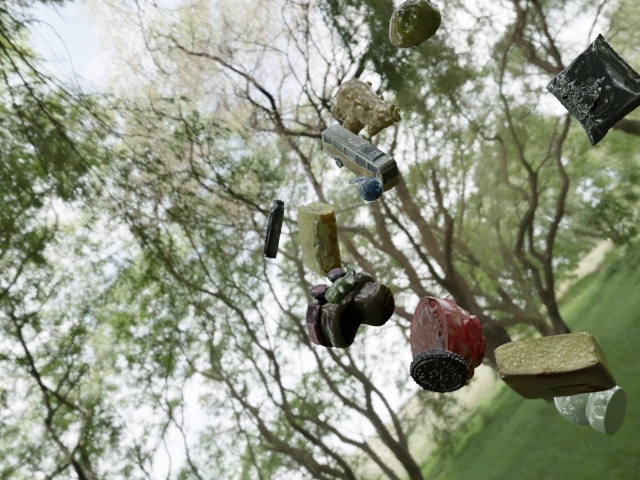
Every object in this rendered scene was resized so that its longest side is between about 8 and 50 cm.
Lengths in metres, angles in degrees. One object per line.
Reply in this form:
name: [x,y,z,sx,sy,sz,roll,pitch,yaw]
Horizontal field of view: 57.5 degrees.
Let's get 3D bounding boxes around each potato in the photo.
potato: [0.322,-0.802,2.096,0.117,0.202,0.182,23,-117,-55]

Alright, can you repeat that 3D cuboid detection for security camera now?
security camera: [1.014,0.613,2.227,0.195,0.236,0.194,-8,-78,-40]

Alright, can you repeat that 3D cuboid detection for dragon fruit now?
dragon fruit: [0.516,0.402,2.342,0.386,0.249,0.370,-150,65,-75]

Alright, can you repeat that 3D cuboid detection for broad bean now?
broad bean: [0.071,0.149,2.041,0.318,0.098,0.056,-76,-10,-68]

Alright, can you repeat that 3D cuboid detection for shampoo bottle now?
shampoo bottle: [-0.184,-0.045,2.310,0.087,0.049,0.233,13,-94,-67]

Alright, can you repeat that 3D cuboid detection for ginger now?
ginger: [0.164,-0.524,2.377,0.236,0.375,0.166,-39,-55,6]

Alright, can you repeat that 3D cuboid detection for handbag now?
handbag: [0.784,-0.425,1.651,0.089,0.254,0.211,2,-39,-45]

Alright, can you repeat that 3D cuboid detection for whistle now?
whistle: [0.153,-0.167,1.922,0.090,0.090,0.158,-40,17,-25]

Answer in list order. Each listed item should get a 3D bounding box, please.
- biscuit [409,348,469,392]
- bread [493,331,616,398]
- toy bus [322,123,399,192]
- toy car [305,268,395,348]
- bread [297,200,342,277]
biscuit: [0.377,0.417,1.854,0.053,0.195,0.194,-74,2,-51]
bread: [0.785,0.428,1.947,0.324,0.143,0.333,-16,-32,29]
toy bus: [0.145,-0.306,2.148,0.097,0.342,0.138,-33,-40,-22]
toy car: [0.119,0.266,2.190,0.341,0.240,0.271,-43,-50,-40]
bread: [0.000,0.000,3.045,0.165,0.237,0.375,-21,-61,-29]
